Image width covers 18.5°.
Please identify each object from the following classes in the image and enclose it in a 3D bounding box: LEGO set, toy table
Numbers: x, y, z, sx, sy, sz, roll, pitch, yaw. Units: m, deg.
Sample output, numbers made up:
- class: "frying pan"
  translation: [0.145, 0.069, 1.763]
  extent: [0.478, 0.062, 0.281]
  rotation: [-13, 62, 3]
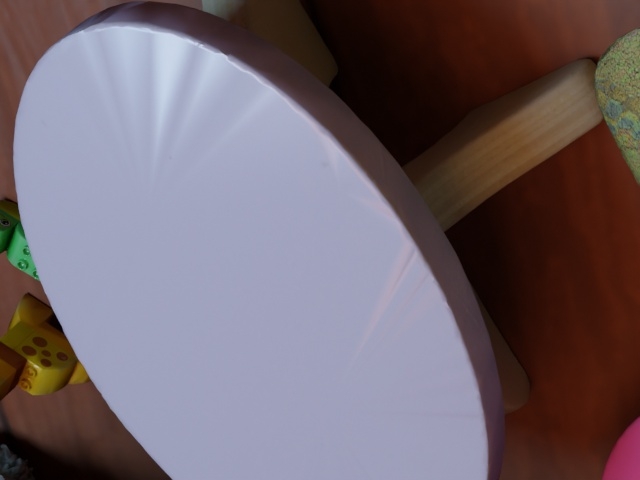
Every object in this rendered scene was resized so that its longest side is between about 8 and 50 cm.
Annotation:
- class: "LEGO set"
  translation: [-0.175, 0.035, 1.006]
  extent: [0.227, 0.093, 0.087]
  rotation: [30, 123, 8]
- class: "toy table"
  translation: [0.000, 0.000, 0.873]
  extent: [0.252, 0.161, 0.274]
  rotation: [-12, 110, 28]

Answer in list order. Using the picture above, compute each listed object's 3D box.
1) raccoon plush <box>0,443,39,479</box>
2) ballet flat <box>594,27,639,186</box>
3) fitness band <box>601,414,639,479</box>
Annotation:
- class: "raccoon plush"
  translation: [-0.040, 0.230, 0.991]
  extent: [0.446, 0.299, 0.216]
  rotation: [5, 108, 0]
- class: "ballet flat"
  translation: [0.248, 0.043, 0.776]
  extent: [0.348, 0.123, 0.123]
  rotation: [34, 124, -7]
- class: "fitness band"
  translation: [0.214, 0.202, 0.858]
  extent: [0.209, 0.054, 0.291]
  rotation: [-35, 74, 63]
